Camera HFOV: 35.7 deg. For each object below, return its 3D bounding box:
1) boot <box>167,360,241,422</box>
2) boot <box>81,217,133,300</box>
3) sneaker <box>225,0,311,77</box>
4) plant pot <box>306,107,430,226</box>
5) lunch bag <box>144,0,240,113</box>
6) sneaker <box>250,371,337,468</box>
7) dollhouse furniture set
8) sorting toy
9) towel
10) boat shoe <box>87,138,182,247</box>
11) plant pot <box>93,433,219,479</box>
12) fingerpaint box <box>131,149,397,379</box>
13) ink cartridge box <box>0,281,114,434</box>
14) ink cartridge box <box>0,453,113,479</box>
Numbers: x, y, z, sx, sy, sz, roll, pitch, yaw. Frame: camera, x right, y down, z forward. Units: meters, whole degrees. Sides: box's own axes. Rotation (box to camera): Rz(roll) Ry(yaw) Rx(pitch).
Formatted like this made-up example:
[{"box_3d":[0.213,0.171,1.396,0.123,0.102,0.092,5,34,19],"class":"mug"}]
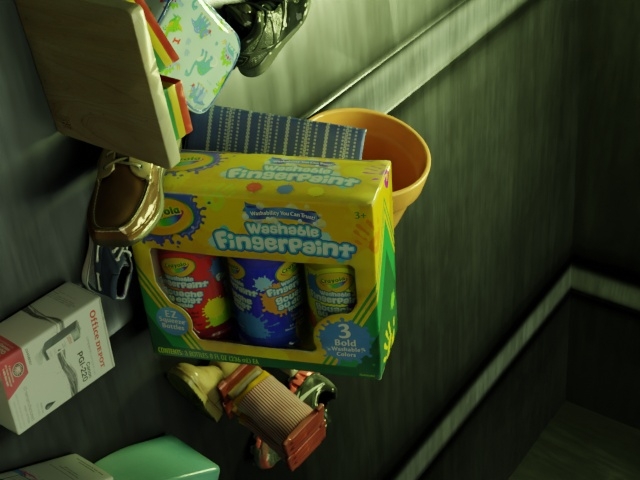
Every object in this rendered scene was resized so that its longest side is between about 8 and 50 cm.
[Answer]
[{"box_3d":[-0.195,0.223,2.079,0.270,0.089,0.236,-56,157,-19],"class":"boot"},{"box_3d":[-0.356,0.006,1.721,0.069,0.086,0.190,-11,115,-53],"class":"boot"},{"box_3d":[-0.100,-0.430,1.866,0.228,0.087,0.130,-55,151,-13],"class":"sneaker"},{"box_3d":[0.076,-0.120,2.141,0.291,0.290,0.204,-40,153,-38],"class":"plant pot"},{"box_3d":[-0.245,-0.330,1.705,0.219,0.090,0.176,41,71,-55],"class":"lunch bag"},{"box_3d":[-0.055,0.428,2.341,0.276,0.135,0.098,-55,146,-20],"class":"sneaker"},{"box_3d":[-0.018,0.271,2.088,0.374,0.201,0.152,-44,154,-25],"class":"dollhouse furniture set"},{"box_3d":[-0.313,-0.263,1.486,0.089,0.257,0.256,-42,138,-36],"class":"sorting toy"},{"box_3d":[-0.096,-0.115,1.841,0.040,0.335,0.243,-59,157,-72],"class":"towel"},{"box_3d":[-0.312,-0.126,1.610,0.324,0.122,0.120,-84,170,-48],"class":"boat shoe"},{"box_3d":[-0.351,0.499,1.932,0.234,0.165,0.166,2,106,-47],"class":"plant pot"},{"box_3d":[-0.098,0.041,1.767,0.163,0.444,0.371,-65,156,-54],"class":"fingerpaint box"},{"box_3d":[-0.462,0.193,1.662,0.218,0.092,0.159,-38,136,-42],"class":"ink cartridge box"},{"box_3d":[-0.515,0.510,1.726,0.278,0.117,0.202,-4,110,-54],"class":"ink cartridge box"}]
